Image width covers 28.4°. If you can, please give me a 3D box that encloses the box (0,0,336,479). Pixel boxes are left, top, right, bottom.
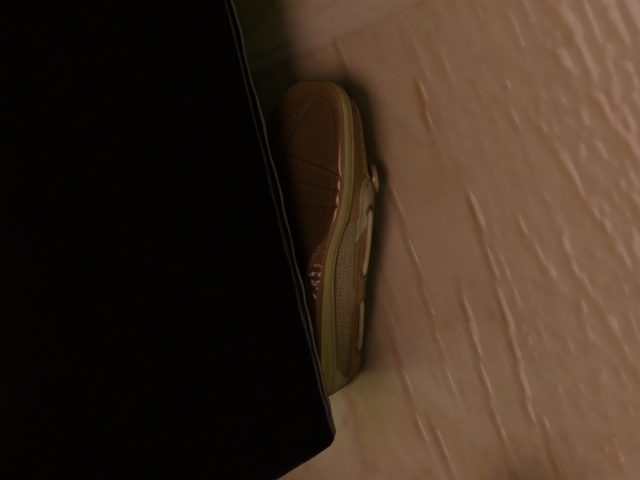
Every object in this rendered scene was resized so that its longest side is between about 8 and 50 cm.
[{"bbox_3d":[-0.339,0.039,0.522,0.472,0.480,0.297,-5,102,41],"label":"box"}]

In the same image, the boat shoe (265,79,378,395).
[{"bbox_3d":[0.001,0.001,0.584,0.056,0.048,0.153,12,107,38],"label":"boat shoe"}]
